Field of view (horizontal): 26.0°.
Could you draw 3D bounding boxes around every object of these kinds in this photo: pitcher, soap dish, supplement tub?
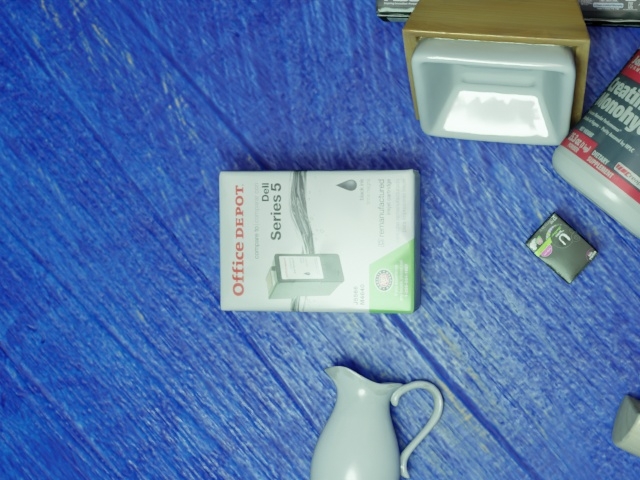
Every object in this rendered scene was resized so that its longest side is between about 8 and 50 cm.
[{"bbox_3d":[0.078,0.289,1.938,0.178,0.125,0.207,8,82,-7],"label":"pitcher"},{"bbox_3d":[0.233,-0.228,1.815,0.229,0.291,0.118,5,73,9],"label":"soap dish"},{"bbox_3d":[0.454,-0.148,1.818,0.191,0.191,0.272,39,97,5],"label":"supplement tub"}]

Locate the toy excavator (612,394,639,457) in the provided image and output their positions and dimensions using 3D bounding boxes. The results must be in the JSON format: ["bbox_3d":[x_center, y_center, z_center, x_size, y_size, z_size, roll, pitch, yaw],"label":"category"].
[{"bbox_3d":[0.541,0.063,1.755,0.222,0.445,0.433,24,73,2],"label":"toy excavator"}]

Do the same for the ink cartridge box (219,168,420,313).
[{"bbox_3d":[0.000,0.000,1.932,0.273,0.115,0.198,0,92,9],"label":"ink cartridge box"}]

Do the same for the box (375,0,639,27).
[{"bbox_3d":[0.277,-0.453,1.883,0.395,0.097,0.318,2,94,9],"label":"box"}]

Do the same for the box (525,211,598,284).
[{"bbox_3d":[0.333,0.010,1.913,0.083,0.052,0.062,43,99,4],"label":"box"}]
